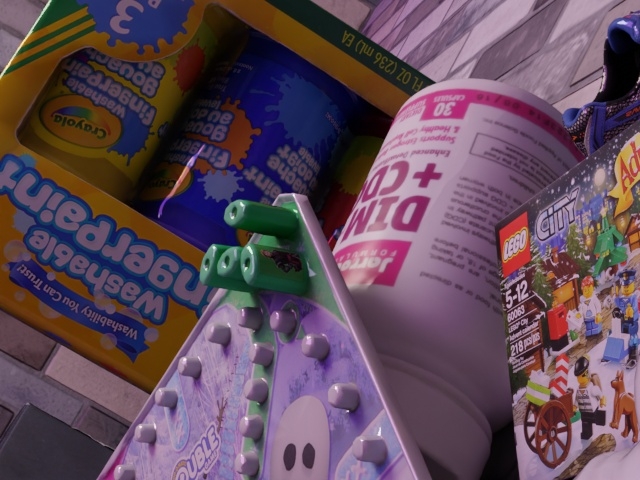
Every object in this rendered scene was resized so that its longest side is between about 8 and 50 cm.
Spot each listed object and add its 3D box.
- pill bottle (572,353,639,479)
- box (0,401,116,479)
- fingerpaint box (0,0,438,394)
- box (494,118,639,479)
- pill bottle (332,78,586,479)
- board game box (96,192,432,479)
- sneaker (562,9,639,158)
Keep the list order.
[{"bbox_3d":[0.182,0.034,0.295,0.265,0.153,0.153,-55,10,23],"label":"pill bottle"},{"bbox_3d":[-0.399,0.544,1.316,0.472,0.297,0.480,-53,11,22],"label":"box"},{"bbox_3d":[-0.087,-0.035,1.019,0.371,0.444,0.163,-60,10,-13],"label":"fingerpaint box"},{"bbox_3d":[0.168,0.024,0.538,0.233,0.044,0.159,136,136,-58],"label":"box"},{"bbox_3d":[0.083,0.037,0.781,0.160,0.160,0.283,-45,17,56],"label":"pill bottle"},{"bbox_3d":[-0.067,0.231,0.677,0.390,0.050,0.390,-56,40,32],"label":"board game box"},{"bbox_3d":[0.239,-0.136,0.737,0.221,0.087,0.083,-60,10,-7],"label":"sneaker"}]
